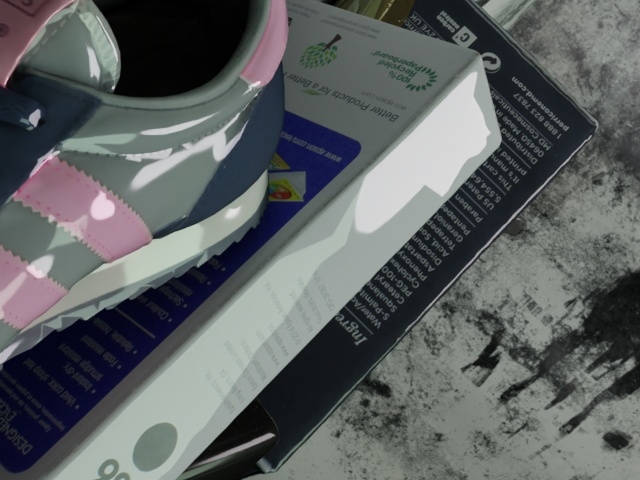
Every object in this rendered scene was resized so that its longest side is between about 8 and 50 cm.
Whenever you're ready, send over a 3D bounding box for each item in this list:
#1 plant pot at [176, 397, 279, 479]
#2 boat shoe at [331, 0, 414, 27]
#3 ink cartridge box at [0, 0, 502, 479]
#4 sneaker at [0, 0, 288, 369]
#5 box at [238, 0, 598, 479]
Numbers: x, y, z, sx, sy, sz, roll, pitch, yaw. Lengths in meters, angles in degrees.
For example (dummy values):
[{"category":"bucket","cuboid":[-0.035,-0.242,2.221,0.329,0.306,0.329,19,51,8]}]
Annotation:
[{"category":"plant pot","cuboid":[-0.176,0.126,0.670,0.188,0.187,0.167,-47,165,29]},{"category":"boat shoe","cuboid":[0.052,-0.193,0.730,0.056,0.048,0.153,-24,155,-47]},{"category":"ink cartridge box","cuboid":[-0.084,0.014,0.481,0.333,0.165,0.065,-43,137,-20]},{"category":"sneaker","cuboid":[-0.122,-0.017,0.316,0.319,0.112,0.131,-43,156,-45]},{"category":"box","cuboid":[0.000,0.000,0.940,0.395,0.212,0.293,-45,178,-18]}]
